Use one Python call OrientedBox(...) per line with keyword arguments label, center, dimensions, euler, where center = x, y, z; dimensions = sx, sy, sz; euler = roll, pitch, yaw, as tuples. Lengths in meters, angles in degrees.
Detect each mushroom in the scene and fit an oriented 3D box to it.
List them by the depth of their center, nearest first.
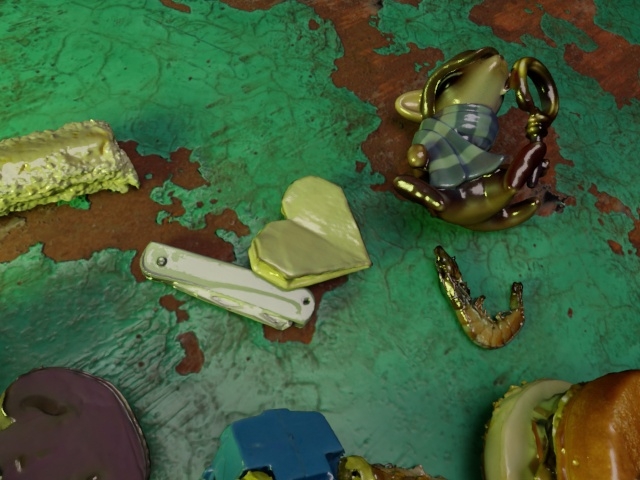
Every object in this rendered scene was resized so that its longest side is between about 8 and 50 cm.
OrientedBox(label="mushroom", center=(-0.275, 0.239, 0.444), dimensions=(0.188, 0.117, 0.141), euler=(46, 37, 19))

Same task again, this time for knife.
OrientedBox(label="knife", center=(-0.135, 0.068, 0.604), dimensions=(0.265, 0.041, 0.073), euler=(20, 64, -4))

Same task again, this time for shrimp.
OrientedBox(label="shrimp", center=(0.280, 0.081, 0.701), dimensions=(0.147, 0.035, 0.195), euler=(-22, 80, -19))

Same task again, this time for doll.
OrientedBox(label="doll", center=(0.276, -0.181, 0.727), dimensions=(0.317, 0.209, 0.340), euler=(8, 62, -13))

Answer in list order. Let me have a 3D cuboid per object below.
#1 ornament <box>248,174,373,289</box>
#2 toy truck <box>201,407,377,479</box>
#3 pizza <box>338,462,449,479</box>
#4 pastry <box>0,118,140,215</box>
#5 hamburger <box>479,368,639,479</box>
OrientedBox(label="ornament", center=(0.000, 0.000, 0.638), dimensions=(0.180, 0.059, 0.201), euler=(29, 52, 1))
OrientedBox(label="toy truck", center=(0.003, 0.344, 0.354), dimensions=(0.161, 0.162, 0.385), euler=(11, 28, -37))
OrientedBox(label="pizza", center=(0.104, 0.349, 0.523), dimensions=(0.246, 0.058, 0.127), euler=(24, 62, -4))
OrientedBox(label="pastry", center=(-0.413, -0.101, 0.593), dimensions=(0.258, 0.089, 0.122), euler=(-19, 59, -24))
OrientedBox(label="hamburger", center=(0.357, 0.303, 0.509), dimensions=(0.290, 0.225, 0.291), euler=(10, 59, -17))
